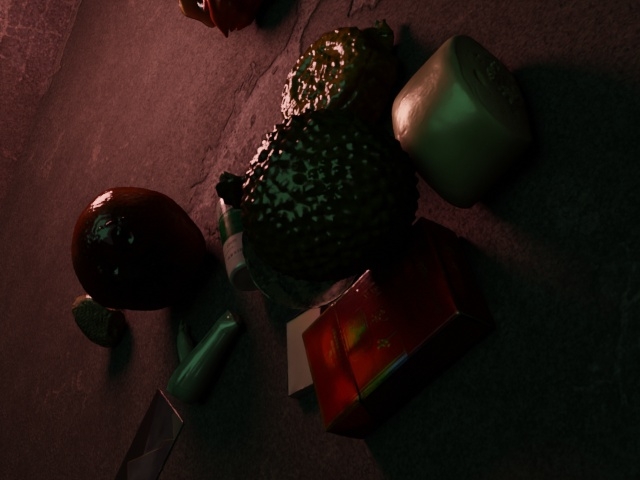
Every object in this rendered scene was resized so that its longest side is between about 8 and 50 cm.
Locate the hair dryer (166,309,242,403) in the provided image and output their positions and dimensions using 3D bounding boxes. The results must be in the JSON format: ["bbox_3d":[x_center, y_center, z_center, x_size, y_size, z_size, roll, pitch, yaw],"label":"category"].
[{"bbox_3d":[-0.253,0.204,2.007,0.206,0.075,0.237,-56,27,6],"label":"hair dryer"}]

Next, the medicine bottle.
[{"bbox_3d":[-0.158,-0.020,1.954,0.095,0.095,0.260,-47,39,28],"label":"medicine bottle"}]

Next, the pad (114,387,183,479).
[{"bbox_3d":[-0.370,0.455,2.064,0.163,0.004,0.243,34,100,55],"label":"pad"}]

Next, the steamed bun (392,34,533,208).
[{"bbox_3d":[0.204,-0.188,1.493,0.200,0.154,0.250,-44,38,31],"label":"steamed bun"}]

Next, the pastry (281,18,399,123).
[{"bbox_3d":[0.033,-0.289,1.806,0.235,0.132,0.240,-40,44,36],"label":"pastry"}]

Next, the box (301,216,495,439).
[{"bbox_3d":[0.109,0.141,1.504,0.313,0.089,0.197,-47,41,29],"label":"box"}]

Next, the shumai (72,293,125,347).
[{"bbox_3d":[-0.527,0.173,2.353,0.145,0.145,0.116,-39,7,36],"label":"shumai"}]

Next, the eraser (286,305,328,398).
[{"bbox_3d":[-0.021,0.193,1.709,0.104,0.023,0.150,-34,47,40],"label":"eraser"}]

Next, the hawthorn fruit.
[{"bbox_3d":[-0.396,0.018,2.113,0.311,0.295,0.295,-59,-7,-86],"label":"hawthorn fruit"}]

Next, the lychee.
[{"bbox_3d":[0.003,-0.066,1.478,0.320,0.269,0.270,-26,51,62],"label":"lychee"}]

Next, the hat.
[{"bbox_3d":[0.000,0.000,1.694,0.265,0.128,0.266,-5,81,35],"label":"hat"}]

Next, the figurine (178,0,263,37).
[{"bbox_3d":[-0.213,-0.595,2.299,0.208,0.181,0.257,-39,21,-33],"label":"figurine"}]
